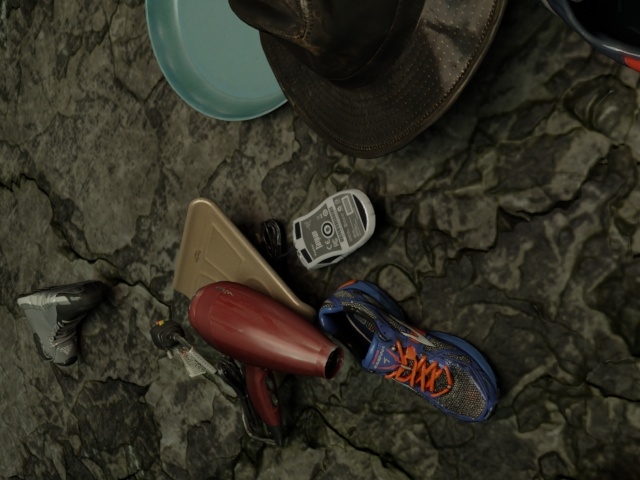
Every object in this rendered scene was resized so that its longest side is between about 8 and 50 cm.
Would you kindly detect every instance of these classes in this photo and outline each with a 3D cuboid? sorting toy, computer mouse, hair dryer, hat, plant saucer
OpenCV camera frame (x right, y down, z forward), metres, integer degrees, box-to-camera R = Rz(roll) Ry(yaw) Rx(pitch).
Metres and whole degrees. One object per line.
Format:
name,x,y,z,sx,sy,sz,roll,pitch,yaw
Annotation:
sorting toy,-0.100,0.070,0.793,0.208,0.038,0.193,43,138,18
computer mouse,0.000,0.000,0.739,0.193,0.042,0.106,-26,77,40
hair dryer,-0.069,0.140,0.740,0.223,0.080,0.293,45,147,-11
hat,-0.001,-0.240,0.565,0.331,0.133,0.332,8,101,46
plant saucer,-0.091,-0.305,0.759,0.317,0.043,0.318,5,100,33

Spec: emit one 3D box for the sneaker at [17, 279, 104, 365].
sneaker,-0.406,0.139,1.020,0.228,0.086,0.132,-7,97,45

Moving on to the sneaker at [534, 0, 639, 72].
sneaker,0.198,-0.249,0.501,0.350,0.148,0.131,42,117,23

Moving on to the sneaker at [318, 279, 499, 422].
sneaker,0.084,0.124,0.667,0.221,0.087,0.083,30,113,28
